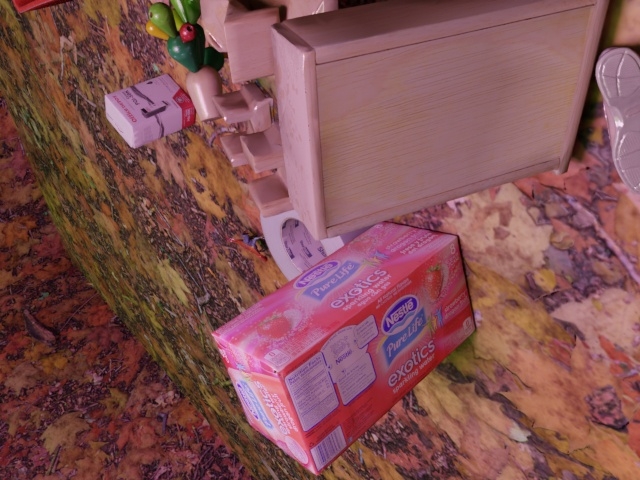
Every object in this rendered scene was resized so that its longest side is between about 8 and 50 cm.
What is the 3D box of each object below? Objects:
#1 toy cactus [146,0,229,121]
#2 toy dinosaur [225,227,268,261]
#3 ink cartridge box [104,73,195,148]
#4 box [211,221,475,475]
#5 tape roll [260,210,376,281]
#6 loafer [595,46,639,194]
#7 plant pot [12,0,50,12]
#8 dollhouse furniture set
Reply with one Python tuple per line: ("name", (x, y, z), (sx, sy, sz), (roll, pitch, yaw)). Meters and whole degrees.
("toy cactus", (-0.161, -0.260, 0.781), (0.219, 0.112, 0.181), (-90, -12, -83))
("toy dinosaur", (-0.134, 0.017, 1.102), (0.082, 0.090, 0.047), (-109, -5, -48))
("ink cartridge box", (-0.319, -0.245, 1.059), (0.099, 0.135, 0.056), (46, 147, 18))
("box", (0.040, 0.112, 0.703), (0.142, 0.299, 0.154), (15, 130, 49))
("tape roll", (0.000, 0.000, 0.885), (0.219, 0.072, 0.219), (35, 143, 32))
("loafer", (0.257, -0.100, 0.465), (0.045, 0.039, 0.125), (-17, 109, 24))
("plant pot", (-0.253, -0.438, 0.672), (0.267, 0.235, 0.267), (18, 124, 48))
("dollhouse furniture set", (0.035, -0.205, 0.576), (0.394, 0.256, 0.362), (-124, 23, -48))
